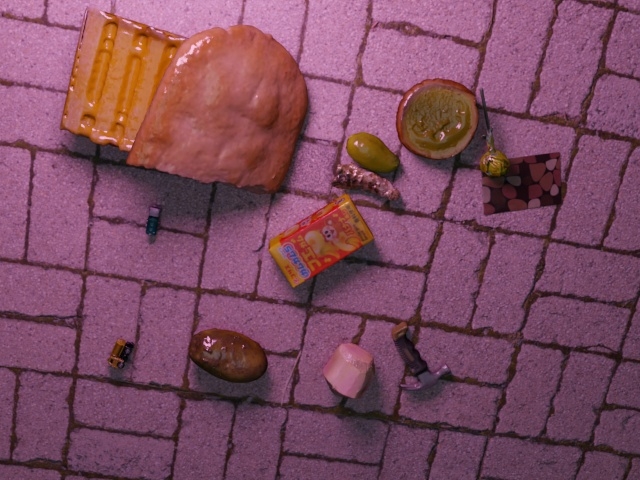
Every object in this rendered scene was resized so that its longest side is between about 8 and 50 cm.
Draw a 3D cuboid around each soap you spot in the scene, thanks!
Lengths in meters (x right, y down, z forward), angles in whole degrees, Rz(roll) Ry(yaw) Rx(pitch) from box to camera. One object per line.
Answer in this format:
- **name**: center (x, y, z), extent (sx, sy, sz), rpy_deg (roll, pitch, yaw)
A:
- **soap**: center (-0.487, -0.397, 1.711), extent (0.293, 0.156, 0.335), rpy_deg (15, 105, -6)

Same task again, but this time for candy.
- **candy**: center (0.465, -0.293, 1.822), extent (0.077, 0.073, 0.262), rpy_deg (-15, 115, 5)
- **candy**: center (0.000, 0.000, 1.888), extent (0.276, 0.088, 0.146), rpy_deg (-30, 107, 6)

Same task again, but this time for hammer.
- **hammer**: center (0.284, 0.359, 2.031), extent (0.158, 0.041, 0.227), rpy_deg (-31, 106, 3)

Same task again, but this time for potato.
- **potato**: center (-0.269, 0.342, 1.957), extent (0.251, 0.113, 0.150), rpy_deg (16, 97, -17)

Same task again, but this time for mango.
- **mango**: center (0.148, -0.242, 1.836), extent (0.165, 0.074, 0.091), rpy_deg (24, 101, -10)

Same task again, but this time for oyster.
- **oyster**: center (0.128, -0.163, 1.852), extent (0.199, 0.061, 0.106), rpy_deg (-1, 127, -1)

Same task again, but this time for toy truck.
- **toy truck**: center (-0.596, 0.339, 1.965), extent (0.054, 0.049, 0.083), rpy_deg (26, 102, -9)
- **toy truck**: center (-0.471, -0.058, 1.864), extent (0.039, 0.044, 0.083), rpy_deg (11, 105, -10)

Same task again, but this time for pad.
- **pad**: center (0.585, -0.165, 1.922), extent (0.234, 0.003, 0.158), rpy_deg (-8, 106, -2)

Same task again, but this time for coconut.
- **coconut**: center (0.082, 0.399, 1.979), extent (0.147, 0.147, 0.153), rpy_deg (28, 100, -11)

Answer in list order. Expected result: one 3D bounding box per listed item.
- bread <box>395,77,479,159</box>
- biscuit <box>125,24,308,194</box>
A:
- **bread**: center (0.323, -0.335, 1.823), extent (0.235, 0.070, 0.236), rpy_deg (-1, 105, -2)
- **biscuit**: center (-0.218, -0.321, 1.706), extent (0.429, 0.104, 0.447), rpy_deg (21, 100, -35)
